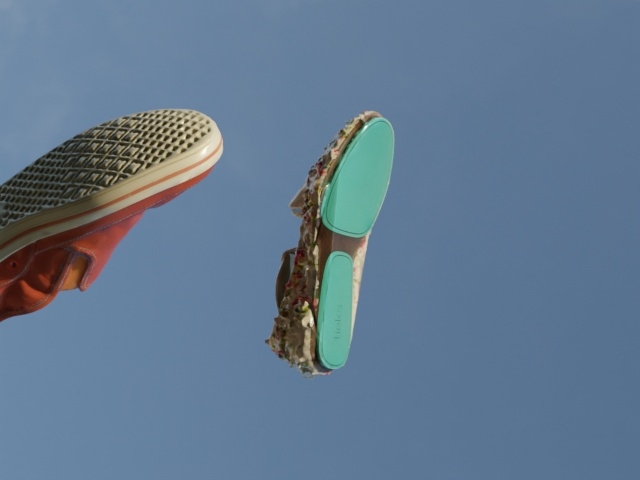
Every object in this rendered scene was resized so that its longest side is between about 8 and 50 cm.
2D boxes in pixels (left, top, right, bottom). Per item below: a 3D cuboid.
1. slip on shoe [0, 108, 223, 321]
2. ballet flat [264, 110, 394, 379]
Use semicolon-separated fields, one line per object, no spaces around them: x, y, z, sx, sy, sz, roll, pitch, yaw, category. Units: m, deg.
-0.219;-0.011;1.182;0.331;0.101;0.123;-30;-147;16;slip on shoe
0.000;0.000;1.187;0.077;0.091;0.241;7;-100;41;ballet flat
